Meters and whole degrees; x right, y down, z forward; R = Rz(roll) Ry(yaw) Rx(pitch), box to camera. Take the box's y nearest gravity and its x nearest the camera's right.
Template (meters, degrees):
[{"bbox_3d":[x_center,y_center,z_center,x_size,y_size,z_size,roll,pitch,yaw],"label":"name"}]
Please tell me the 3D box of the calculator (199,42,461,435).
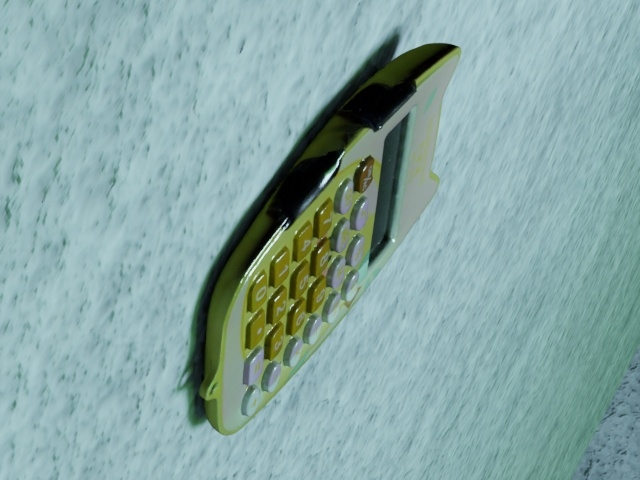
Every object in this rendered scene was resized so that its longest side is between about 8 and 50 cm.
[{"bbox_3d":[0.000,0.000,1.023,0.236,0.033,0.157,-51,160,-36],"label":"calculator"}]
